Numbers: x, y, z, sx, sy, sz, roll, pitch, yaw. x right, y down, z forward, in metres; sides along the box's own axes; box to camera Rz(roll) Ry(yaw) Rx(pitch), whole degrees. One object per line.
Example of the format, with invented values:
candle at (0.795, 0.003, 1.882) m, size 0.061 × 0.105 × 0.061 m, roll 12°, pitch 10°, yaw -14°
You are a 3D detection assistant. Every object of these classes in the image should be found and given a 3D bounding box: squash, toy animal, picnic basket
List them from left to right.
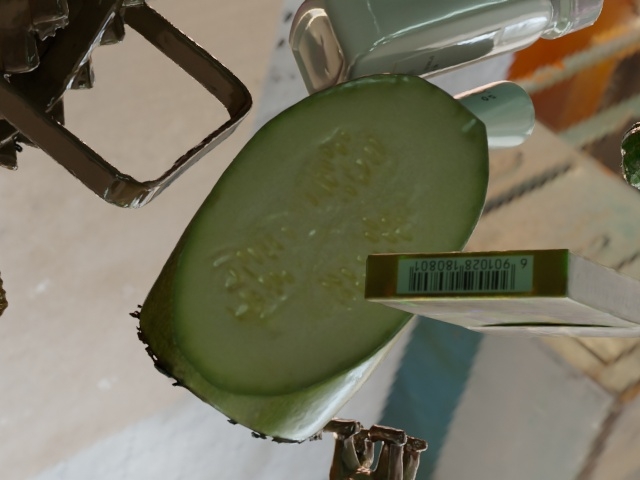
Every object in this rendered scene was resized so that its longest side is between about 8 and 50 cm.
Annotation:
picnic basket at (-0.227, -0.180, 1.461) m, size 0.291 × 0.321 × 0.254 m, roll -51°, pitch 177°, yaw 31°
squash at (0.000, 0.000, 1.223) m, size 0.260 × 0.189 × 0.189 m, roll -54°, pitch 154°, yaw 18°
toy animal at (0.039, 0.258, 1.621) m, size 0.312 × 0.097 × 0.158 m, roll 51°, pitch 53°, yaw -77°

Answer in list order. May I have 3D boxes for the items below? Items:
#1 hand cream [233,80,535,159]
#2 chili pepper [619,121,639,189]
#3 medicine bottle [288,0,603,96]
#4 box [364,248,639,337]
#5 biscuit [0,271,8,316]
hand cream at (0.076, -0.103, 1.546) m, size 0.320 × 0.109 × 0.067 m, roll -12°, pitch 101°, yaw -38°
chili pepper at (0.445, -0.117, 1.761) m, size 0.253 × 0.083 × 0.099 m, roll -10°, pitch 146°, yaw 17°
medicine bottle at (0.126, -0.221, 1.588) m, size 0.296 × 0.111 × 0.161 m, roll -18°, pitch 173°, yaw -20°
box at (0.123, 0.034, 0.958) m, size 0.193 × 0.121 × 0.030 m, roll 19°, pitch 72°, yaw -59°
biscuit at (-0.478, 0.002, 1.794) m, size 0.236 × 0.232 × 0.013 m, roll -11°, pitch 176°, yaw -21°
